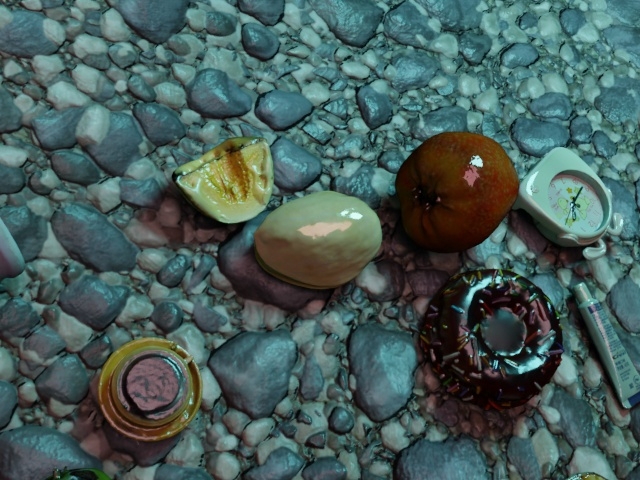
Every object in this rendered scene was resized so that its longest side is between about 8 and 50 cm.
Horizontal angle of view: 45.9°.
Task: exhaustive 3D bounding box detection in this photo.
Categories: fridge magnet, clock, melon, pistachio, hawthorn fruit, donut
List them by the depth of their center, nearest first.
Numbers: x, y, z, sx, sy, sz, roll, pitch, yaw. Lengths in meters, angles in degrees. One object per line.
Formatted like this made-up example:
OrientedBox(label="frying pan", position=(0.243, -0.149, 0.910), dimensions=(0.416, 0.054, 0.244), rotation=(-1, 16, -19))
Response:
OrientedBox(label="fridge magnet", position=(-0.231, 0.201, 1.035), dimensions=(0.143, 0.063, 0.143), rotation=(7, 67, -17))
OrientedBox(label="pistachio", position=(0.000, 0.000, 1.147), dimensions=(0.200, 0.117, 0.145), rotation=(-12, 78, -18))
OrientedBox(label="melon", position=(-0.147, -0.085, 1.168), dimensions=(0.160, 0.079, 0.128), rotation=(-28, 97, -24))
OrientedBox(label="donut", position=(0.277, 0.149, 1.183), dimensions=(0.235, 0.089, 0.235), rotation=(6, 69, -15))
OrientedBox(label="hawthorn fruit", position=(0.236, -0.084, 1.216), dimensions=(0.225, 0.196, 0.197), rotation=(-16, 74, -37))
OrientedBox(label="clock", position=(0.435, -0.058, 1.320), dimensions=(0.191, 0.062, 0.151), rotation=(45, 64, 4))

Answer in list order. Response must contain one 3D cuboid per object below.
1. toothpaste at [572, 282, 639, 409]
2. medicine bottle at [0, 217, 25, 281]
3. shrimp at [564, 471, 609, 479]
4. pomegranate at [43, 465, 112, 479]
OrientedBox(label="toothpaste", position=(0.476, 0.171, 1.258), dimensions=(0.062, 0.037, 0.216), rotation=(-21, 81, -22))
OrientedBox(label="medicine bottle", position=(-0.556, 0.042, 0.930), dimensions=(0.316, 0.202, 0.202), rotation=(-37, 83, -25))
OrientedBox(label="shrimp", position=(0.410, 0.451, 1.129), dimensions=(0.147, 0.035, 0.195), rotation=(-14, 67, -23))
OrientedBox(label="pomegranate", position=(-0.298, 0.353, 0.938), dimensions=(0.122, 0.122, 0.161), rotation=(-36, 110, -24))
